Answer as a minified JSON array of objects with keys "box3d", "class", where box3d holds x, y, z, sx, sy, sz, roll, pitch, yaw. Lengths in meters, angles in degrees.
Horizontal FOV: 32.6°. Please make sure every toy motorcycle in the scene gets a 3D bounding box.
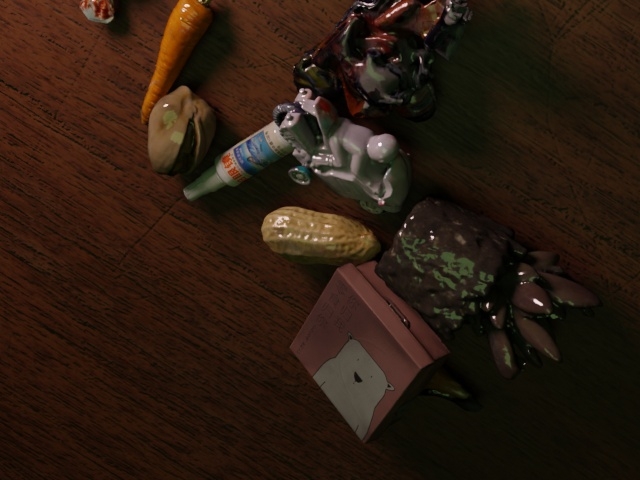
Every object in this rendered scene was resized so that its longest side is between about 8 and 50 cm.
[{"box3d":[0.129,-0.294,1.537,0.207,0.134,0.401,38,130,-5],"class":"toy motorcycle"},{"box3d":[0.053,-0.127,1.631,0.171,0.110,0.260,-11,134,47],"class":"toy motorcycle"}]

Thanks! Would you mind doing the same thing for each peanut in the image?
[{"box3d":[0.000,0.000,1.739,0.194,0.083,0.093,13,121,7],"class":"peanut"}]

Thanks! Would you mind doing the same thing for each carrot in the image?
[{"box3d":[-0.234,-0.279,1.693,0.061,0.061,0.256,34,120,-2],"class":"carrot"}]

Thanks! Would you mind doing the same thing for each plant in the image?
[{"box3d":[0.253,0.068,1.660,0.321,0.194,0.181,35,120,5],"class":"plant"}]

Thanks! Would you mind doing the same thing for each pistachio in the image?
[{"box3d":[-0.223,-0.166,1.715,0.113,0.113,0.149,29,124,0],"class":"pistachio"}]

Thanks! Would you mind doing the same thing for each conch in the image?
[{"box3d":[0.159,0.212,1.792,0.232,0.080,0.086,54,143,-8],"class":"conch"}]

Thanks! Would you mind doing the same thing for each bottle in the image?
[{"box3d":[-0.128,-0.123,1.733,0.217,0.060,0.060,-28,104,24],"class":"bottle"}]

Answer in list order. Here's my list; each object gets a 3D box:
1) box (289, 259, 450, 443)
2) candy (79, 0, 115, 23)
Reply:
[{"box3d":[0.075,0.171,1.725,0.215,0.086,0.215,50,134,22],"class":"box"},{"box3d":[-0.301,-0.460,1.627,0.086,0.059,0.292,29,116,4],"class":"candy"}]
